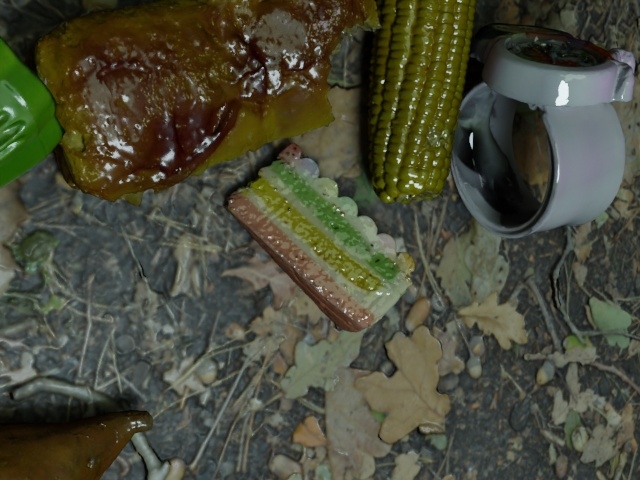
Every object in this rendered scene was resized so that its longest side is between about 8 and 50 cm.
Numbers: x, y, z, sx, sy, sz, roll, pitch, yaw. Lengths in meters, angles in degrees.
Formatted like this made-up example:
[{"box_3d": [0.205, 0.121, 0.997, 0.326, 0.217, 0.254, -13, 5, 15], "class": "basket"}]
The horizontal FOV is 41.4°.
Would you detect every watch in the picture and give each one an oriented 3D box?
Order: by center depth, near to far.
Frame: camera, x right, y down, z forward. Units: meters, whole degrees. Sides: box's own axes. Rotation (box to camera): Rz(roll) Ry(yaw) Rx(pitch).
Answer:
[{"box_3d": [0.260, -0.134, 1.028, 0.196, 0.244, 0.231, -13, 122, -25], "class": "watch"}]

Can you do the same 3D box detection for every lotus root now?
[{"box_3d": [-0.333, -0.086, 0.689, 0.186, 0.186, 0.186, -2, 95, -29], "class": "lotus root"}]

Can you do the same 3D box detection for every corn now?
[{"box_3d": [0.113, -0.220, 0.976, 0.120, 0.120, 0.363, 7, 92, -29], "class": "corn"}]

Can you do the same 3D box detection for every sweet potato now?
[{"box_3d": [-0.319, 0.231, 0.779, 0.359, 0.112, 0.112, -16, 101, -30], "class": "sweet potato"}]

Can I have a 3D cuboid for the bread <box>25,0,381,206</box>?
[{"box_3d": [-0.096, -0.170, 0.870, 0.380, 0.109, 0.185, -25, 105, -27], "class": "bread"}]

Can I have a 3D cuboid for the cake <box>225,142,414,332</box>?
[{"box_3d": [0.009, 0.002, 0.952, 0.109, 0.090, 0.225, -47, 113, -14], "class": "cake"}]
